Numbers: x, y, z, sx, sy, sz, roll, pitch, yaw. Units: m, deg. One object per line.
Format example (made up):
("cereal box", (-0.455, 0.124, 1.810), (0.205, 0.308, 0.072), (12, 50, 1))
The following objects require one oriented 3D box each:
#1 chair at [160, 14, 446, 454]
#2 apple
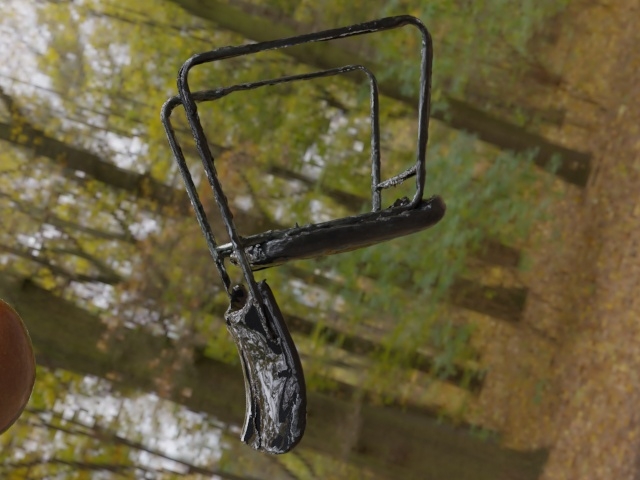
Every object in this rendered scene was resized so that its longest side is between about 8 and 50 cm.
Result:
("chair", (0.000, 0.000, 0.696), (0.140, 0.145, 0.221), (161, 97, -79))
("apple", (-0.404, 0.140, 1.293), (0.168, 0.181, 0.181), (90, -163, -50))
